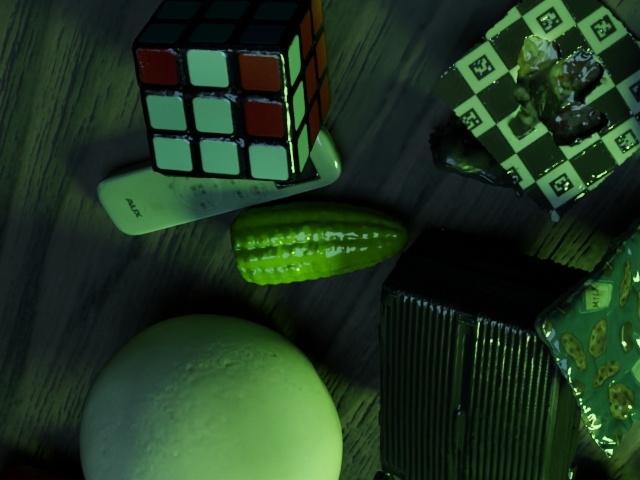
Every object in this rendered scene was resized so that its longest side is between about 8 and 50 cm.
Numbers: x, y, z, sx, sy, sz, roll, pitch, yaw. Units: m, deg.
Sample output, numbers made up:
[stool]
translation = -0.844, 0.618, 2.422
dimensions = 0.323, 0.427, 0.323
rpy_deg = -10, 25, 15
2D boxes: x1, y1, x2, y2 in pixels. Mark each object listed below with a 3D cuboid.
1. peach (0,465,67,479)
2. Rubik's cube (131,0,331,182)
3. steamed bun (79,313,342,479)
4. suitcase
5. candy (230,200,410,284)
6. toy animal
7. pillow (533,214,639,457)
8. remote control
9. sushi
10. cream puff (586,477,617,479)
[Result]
[peach]
translation = -0.423, 0.448, 1.789
dimensions = 0.243, 0.199, 0.243
rpy_deg = 11, 136, 11
[Rubik's cube]
translation = -0.086, -0.167, 1.251
dimensions = 0.162, 0.160, 0.163
rpy_deg = 5, 128, 12
[steamed bun]
translation = -0.131, 0.242, 1.472
dimensions = 0.324, 0.324, 0.206
rpy_deg = 23, 156, -2
[suitcase]
translation = 0.189, 0.172, 1.406
dimensions = 0.230, 0.152, 0.335
rpy_deg = 16, 131, 22
[candy]
translation = 0.000, 0.000, 1.400
dimensions = 0.209, 0.096, 0.096
rpy_deg = -4, 125, 13
[toy animal]
translation = 0.183, -0.084, 1.298
dimensions = 0.136, 0.065, 0.047
rpy_deg = 18, 131, -13
[pillow]
translation = 0.339, 0.080, 1.277
dimensions = 0.034, 0.255, 0.189
rpy_deg = 6, 132, 55
[remote control]
translation = -0.120, -0.073, 1.412
dimensions = 0.309, 0.038, 0.090
rpy_deg = -12, 122, 24
[sushi]
translation = 0.241, -0.153, 1.238
dimensions = 0.193, 0.040, 0.210
rpy_deg = -43, 111, 14
[cream puff]
translation = 0.363, 0.380, 1.537
dimensions = 0.183, 0.183, 0.169
rpy_deg = -4, 88, 19
